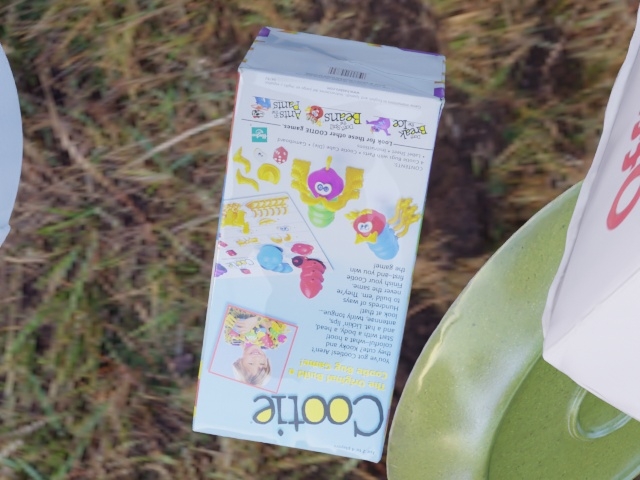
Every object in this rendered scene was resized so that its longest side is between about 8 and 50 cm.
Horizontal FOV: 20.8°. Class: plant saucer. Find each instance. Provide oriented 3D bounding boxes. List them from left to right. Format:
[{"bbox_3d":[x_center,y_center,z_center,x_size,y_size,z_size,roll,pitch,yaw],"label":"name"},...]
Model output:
[{"bbox_3d":[0.138,0.063,0.861,0.241,0.037,0.241,-26,140,-25],"label":"plant saucer"}]

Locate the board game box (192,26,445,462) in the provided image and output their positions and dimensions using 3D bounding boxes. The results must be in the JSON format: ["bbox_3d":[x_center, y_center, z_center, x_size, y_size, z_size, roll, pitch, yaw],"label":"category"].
[{"bbox_3d":[0.000,0.000,1.280,0.144,0.142,0.275,10,109,2],"label":"board game box"}]

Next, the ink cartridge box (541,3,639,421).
[{"bbox_3d":[0.258,-0.116,0.507,0.166,0.395,0.285,32,48,-7],"label":"ink cartridge box"}]

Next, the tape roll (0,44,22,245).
[{"bbox_3d":[-0.322,-0.058,1.027,0.169,0.246,0.246,-18,100,-65],"label":"tape roll"}]
